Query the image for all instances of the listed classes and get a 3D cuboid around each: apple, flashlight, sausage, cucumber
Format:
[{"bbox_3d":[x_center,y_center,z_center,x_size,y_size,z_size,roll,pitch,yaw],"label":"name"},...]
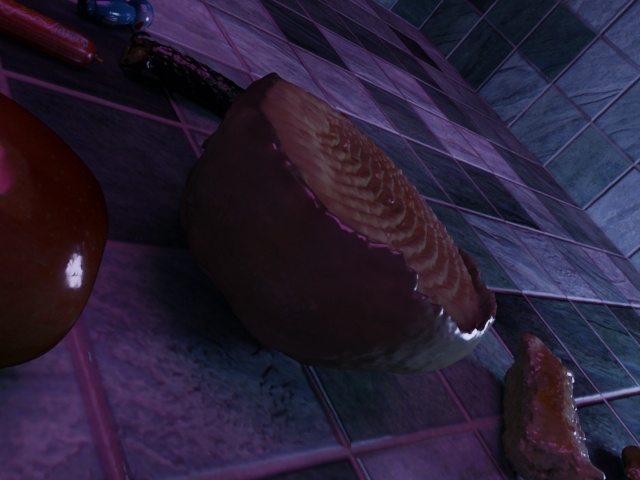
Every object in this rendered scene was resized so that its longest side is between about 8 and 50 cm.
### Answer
[{"bbox_3d":[-0.229,-0.010,0.400,0.168,0.181,0.181,23,32,-30],"label":"apple"},{"bbox_3d":[-0.309,-0.348,0.952,0.051,0.051,0.129,51,32,16],"label":"flashlight"},{"bbox_3d":[-0.335,-0.251,0.771,0.145,0.048,0.050,21,-5,-39],"label":"sausage"},{"bbox_3d":[-0.170,-0.228,0.936,0.245,0.067,0.067,22,33,-32],"label":"cucumber"}]

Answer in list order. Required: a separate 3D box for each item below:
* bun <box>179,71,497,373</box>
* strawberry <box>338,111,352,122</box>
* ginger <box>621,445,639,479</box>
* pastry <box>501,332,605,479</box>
[{"bbox_3d":[-0.001,0.005,0.669,0.364,0.202,0.364,39,21,-18],"label":"bun"},{"bbox_3d":[0.015,-0.206,1.157,0.083,0.073,0.073,24,28,-2],"label":"strawberry"},{"bbox_3d":[0.551,0.426,0.925,0.131,0.086,0.294,0,39,-23],"label":"ginger"},{"bbox_3d":[0.303,0.233,0.862,0.121,0.089,0.258,42,25,-10],"label":"pastry"}]
